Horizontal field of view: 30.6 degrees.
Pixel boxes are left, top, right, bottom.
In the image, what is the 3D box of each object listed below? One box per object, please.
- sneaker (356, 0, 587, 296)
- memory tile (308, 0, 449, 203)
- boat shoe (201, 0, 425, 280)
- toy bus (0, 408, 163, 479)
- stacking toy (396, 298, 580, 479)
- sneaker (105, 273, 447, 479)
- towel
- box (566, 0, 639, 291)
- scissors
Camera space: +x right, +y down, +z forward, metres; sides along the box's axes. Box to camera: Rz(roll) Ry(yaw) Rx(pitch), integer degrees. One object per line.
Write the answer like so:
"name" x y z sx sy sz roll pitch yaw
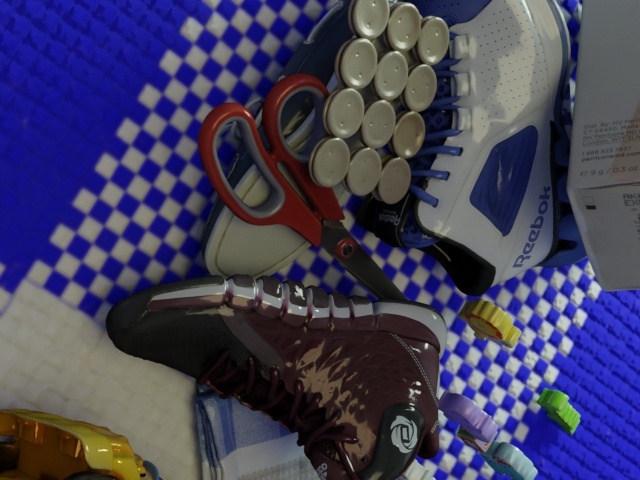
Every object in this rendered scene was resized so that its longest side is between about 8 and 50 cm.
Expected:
"sneaker" 0.113 -0.084 0.959 0.182 0.127 0.315 -30 111 -27
"memory tile" 0.044 -0.104 0.866 0.113 0.012 0.148 10 97 -47
"boat shoe" -0.018 -0.083 0.906 0.095 0.079 0.254 27 95 -44
"toy bus" -0.146 0.234 0.840 0.211 0.149 0.220 6 89 -44
"stacking toy" 0.152 0.177 1.034 0.221 0.052 0.167 47 69 -37
"sneaker" -0.020 0.121 0.876 0.281 0.106 0.162 6 66 -24
"towel" 0.002 0.236 0.982 0.209 0.034 0.285 -12 101 -30
"box" 0.286 -0.126 0.968 0.148 0.121 0.311 56 37 -47
"scissors" 0.000 0.000 0.898 0.109 0.021 0.297 -39 130 -15
